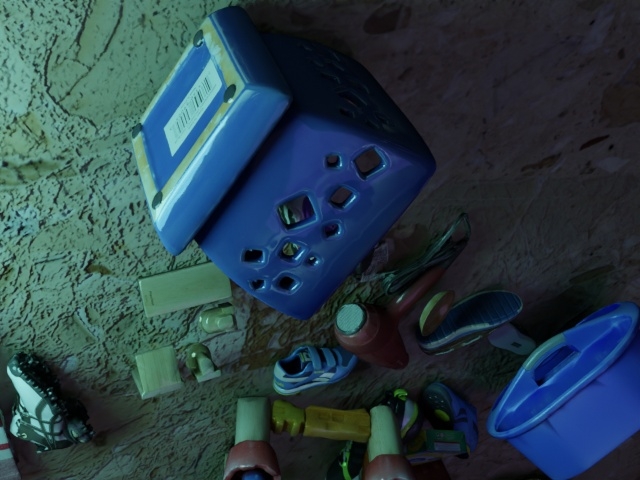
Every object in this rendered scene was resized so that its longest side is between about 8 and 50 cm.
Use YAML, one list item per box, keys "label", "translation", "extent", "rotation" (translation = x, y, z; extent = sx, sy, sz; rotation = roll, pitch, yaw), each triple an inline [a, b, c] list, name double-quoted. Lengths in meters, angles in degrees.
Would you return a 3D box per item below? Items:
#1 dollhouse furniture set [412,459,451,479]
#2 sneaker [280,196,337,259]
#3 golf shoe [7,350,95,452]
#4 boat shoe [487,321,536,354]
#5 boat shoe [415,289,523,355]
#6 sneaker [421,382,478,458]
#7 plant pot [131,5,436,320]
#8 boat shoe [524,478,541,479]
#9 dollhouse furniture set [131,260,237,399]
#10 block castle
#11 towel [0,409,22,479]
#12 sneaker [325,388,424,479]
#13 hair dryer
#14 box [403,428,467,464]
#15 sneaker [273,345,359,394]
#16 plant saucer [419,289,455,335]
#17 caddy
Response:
- label: "dollhouse furniture set"
  translation: [0.234, 0.601, 1.570]
  extent: [0.152, 0.374, 0.201]
  rotation: [-23, 138, -2]
- label: "sneaker"
  translation: [0.000, 0.000, 1.111]
  extent: [0.071, 0.068, 0.170]
  rotation: [-26, 136, -13]
- label: "golf shoe"
  translation: [-0.378, 0.226, 1.105]
  extent: [0.094, 0.077, 0.198]
  rotation: [-24, 135, -6]
- label: "boat shoe"
  translation: [0.326, 0.162, 1.454]
  extent: [0.049, 0.040, 0.142]
  rotation: [-38, 137, 21]
- label: "boat shoe"
  translation: [0.245, 0.138, 1.377]
  extent: [0.183, 0.066, 0.066]
  rotation: [-18, 141, 2]
- label: "sneaker"
  translation: [0.246, 0.316, 1.547]
  extent: [0.082, 0.069, 0.209]
  rotation: [-53, 134, -30]
- label: "plant pot"
  translation: [-0.059, -0.092, 0.879]
  extent: [0.212, 0.236, 0.236]
  rotation: [24, 116, -34]
- label: "boat shoe"
  translation: [0.492, 0.592, 1.904]
  extent: [0.305, 0.091, 0.109]
  rotation: [18, 156, -36]
- label: "dollhouse furniture set"
  translation: [-0.194, 0.109, 1.132]
  extent: [0.144, 0.123, 0.151]
  rotation: [-14, 99, -17]
- label: "block castle"
  translation: [-0.032, 0.477, 1.366]
  extent: [0.303, 0.213, 0.453]
  rotation: [8, 127, -9]
- label: "towel"
  translation: [-0.531, 0.229, 1.057]
  extent: [0.237, 0.037, 0.329]
  rotation: [-12, 132, -16]
- label: "sneaker"
  translation: [0.077, 0.343, 1.478]
  extent: [0.097, 0.084, 0.234]
  rotation: [40, 105, -19]
- label: "hair dryer"
  translation: [0.125, 0.101, 1.260]
  extent: [0.223, 0.080, 0.294]
  rotation: [-11, 135, -22]
- label: "box"
  translation: [0.167, 0.383, 1.524]
  extent: [0.105, 0.043, 0.179]
  rotation: [12, 153, -35]
- label: "sneaker"
  translation: [-0.006, 0.192, 1.292]
  extent: [0.144, 0.053, 0.059]
  rotation: [-20, 134, -13]
- label: "plant saucer"
  translation: [0.175, 0.107, 1.275]
  extent: [0.083, 0.015, 0.083]
  rotation: [-40, 150, -29]
- label: "caddy"
  translation: [0.444, 0.250, 1.461]
  extent: [0.341, 0.241, 0.179]
  rotation: [-44, 91, 13]
